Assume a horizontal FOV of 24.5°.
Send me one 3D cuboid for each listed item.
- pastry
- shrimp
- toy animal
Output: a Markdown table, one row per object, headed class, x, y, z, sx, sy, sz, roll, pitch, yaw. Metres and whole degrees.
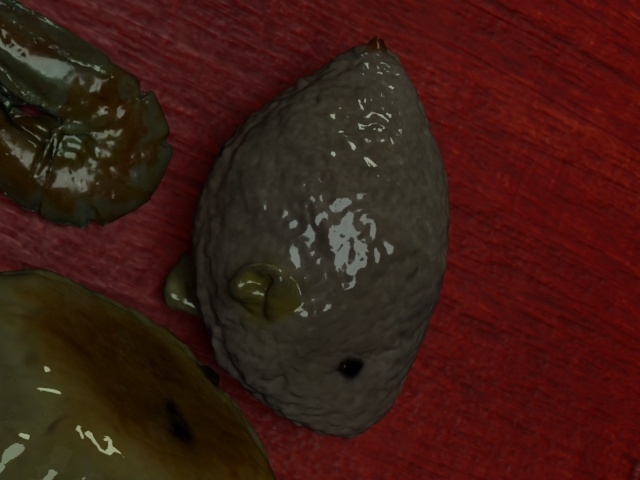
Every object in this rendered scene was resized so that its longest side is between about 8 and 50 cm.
| class | x | y | z | sx | sy | sz | roll | pitch | yaw |
| --- | --- | --- | --- | --- | --- | --- | --- | --- | --- |
| pastry | -0.214 | 0.220 | 1.128 | 0.388 | 0.388 | 0.312 | 39 | 101 | -16 |
| shrimp | -0.259 | -0.125 | 1.272 | 0.294 | 0.062 | 0.154 | 40 | 82 | -17 |
| toy animal | 0.000 | -0.007 | 1.299 | 0.226 | 0.188 | 0.358 | 10 | 85 | -26 |
